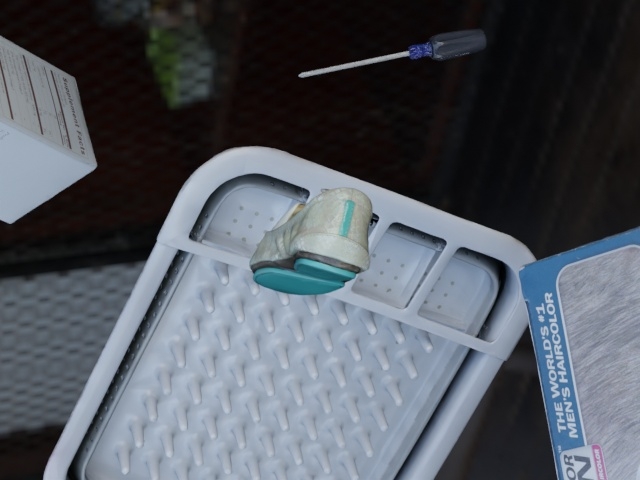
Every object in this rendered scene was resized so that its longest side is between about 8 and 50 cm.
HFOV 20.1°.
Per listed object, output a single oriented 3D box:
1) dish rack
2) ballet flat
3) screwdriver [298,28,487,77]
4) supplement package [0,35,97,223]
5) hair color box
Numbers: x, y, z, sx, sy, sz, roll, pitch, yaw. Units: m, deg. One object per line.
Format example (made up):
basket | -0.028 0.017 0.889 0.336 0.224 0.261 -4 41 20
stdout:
dish rack | -0.027 0.092 1.326 0.333 0.285 0.072 -62 25 20
ballet flat | 0.000 0.000 1.031 0.168 0.057 0.052 161 123 -74
screwdriver | 0.064 -0.158 1.563 0.025 0.170 0.024 -137 35 -64
supplement package | -0.291 -0.105 1.521 0.105 0.179 0.105 -31 57 21
hair color box | 0.271 0.088 1.013 0.105 0.347 0.174 -21 74 43
